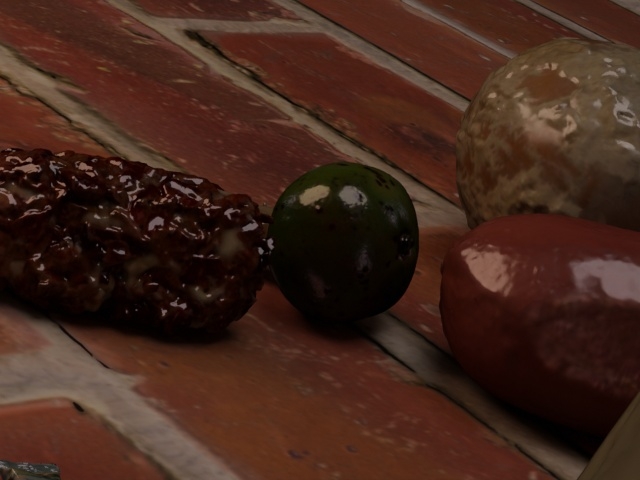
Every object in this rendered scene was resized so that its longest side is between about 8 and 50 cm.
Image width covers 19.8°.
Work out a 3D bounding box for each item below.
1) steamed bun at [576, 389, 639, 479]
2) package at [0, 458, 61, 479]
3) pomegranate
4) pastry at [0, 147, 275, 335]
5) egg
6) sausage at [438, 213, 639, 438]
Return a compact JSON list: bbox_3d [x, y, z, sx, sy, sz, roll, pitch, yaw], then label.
[{"bbox_3d":[0.307,0.187,0.654,0.456,0.371,0.290,34,10,23],"label":"steamed bun"},{"bbox_3d":[-0.133,0.141,0.898,0.037,0.015,0.110,13,22,-28],"label":"package"},{"bbox_3d":[0.000,0.000,1.258,0.142,0.114,0.114,3,9,36],"label":"pomegranate"},{"bbox_3d":[-0.137,-0.005,1.163,0.209,0.097,0.115,11,11,-13],"label":"pastry"},{"bbox_3d":[0.210,-0.055,1.419,0.203,0.203,0.245,6,22,-28],"label":"egg"},{"bbox_3d":[0.201,0.064,1.196,0.254,0.148,0.148,11,21,-2],"label":"sausage"}]
